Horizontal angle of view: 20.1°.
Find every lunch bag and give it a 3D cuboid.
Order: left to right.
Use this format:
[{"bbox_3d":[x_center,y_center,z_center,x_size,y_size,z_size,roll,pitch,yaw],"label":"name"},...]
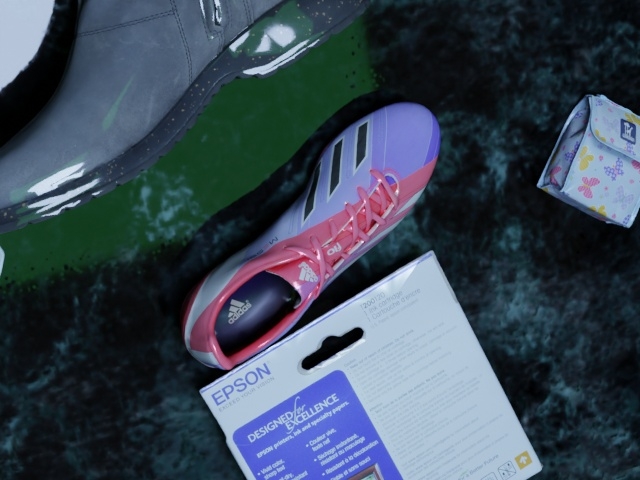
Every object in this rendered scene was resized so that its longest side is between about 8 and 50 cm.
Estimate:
[{"bbox_3d":[0.216,-0.062,1.370,0.071,0.053,0.083,27,86,-21],"label":"lunch bag"}]

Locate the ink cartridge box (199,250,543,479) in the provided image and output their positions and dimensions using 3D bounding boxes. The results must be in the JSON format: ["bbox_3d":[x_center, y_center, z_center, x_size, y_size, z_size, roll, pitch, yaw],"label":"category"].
[{"bbox_3d":[0.038,0.138,1.371,0.206,0.045,0.208,-30,110,-7],"label":"ink cartridge box"}]

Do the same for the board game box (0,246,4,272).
[{"bbox_3d":[-0.473,-0.033,1.182,0.390,0.050,0.390,-34,109,-6],"label":"board game box"}]

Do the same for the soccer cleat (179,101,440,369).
[{"bbox_3d":[0.000,0.000,1.300,0.248,0.095,0.083,-42,110,-2],"label":"soccer cleat"}]

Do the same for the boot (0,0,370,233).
[{"bbox_3d":[-0.150,-0.170,1.217,0.338,0.118,0.223,-38,108,-18],"label":"boot"}]
